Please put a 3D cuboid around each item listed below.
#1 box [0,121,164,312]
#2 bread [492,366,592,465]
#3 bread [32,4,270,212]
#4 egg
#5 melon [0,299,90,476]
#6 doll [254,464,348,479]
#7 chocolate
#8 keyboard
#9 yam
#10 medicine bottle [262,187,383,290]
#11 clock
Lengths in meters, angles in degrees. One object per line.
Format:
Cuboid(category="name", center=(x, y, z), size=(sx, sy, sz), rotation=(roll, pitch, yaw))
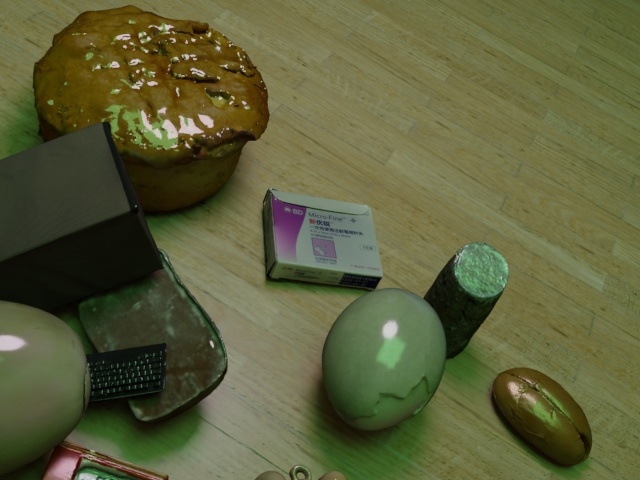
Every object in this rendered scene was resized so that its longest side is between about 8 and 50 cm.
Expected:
Cuboid(category="box", center=(-0.375, -0.021, 1.074), size=(0.252, 0.153, 0.188), rotation=(-23, 57, -6))
Cuboid(category="bread", center=(0.365, 0.279, 1.230), size=(0.189, 0.077, 0.114), rotation=(42, 45, 19))
Cuboid(category="bread", center=(-0.287, -0.228, 1.300), size=(0.398, 0.215, 0.398), rotation=(12, 48, -14))
Cuboid(category="egg", center=(0.088, 0.182, 1.124), size=(0.183, 0.183, 0.217), rotation=(35, 48, 9))
Cuboid(category="melon", center=(-0.437, 0.179, 0.889), size=(0.316, 0.223, 0.223), rotation=(-4, 53, -25))
Cuboid(category="doll", center=(-0.032, 0.419, 0.936), size=(0.154, 0.119, 0.278), rotation=(16, 57, -7))
Cuboid(category="chocolate", center=(-0.235, 0.141, 1.091), size=(0.157, 0.080, 0.254), rotation=(-33, 60, -12))
Cuboid(category="keyboard", center=(-0.302, 0.182, 1.020), size=(0.196, 0.015, 0.074), rotation=(-8, 60, 7))
Cuboid(category="yam", center=(0.228, 0.098, 1.244), size=(0.107, 0.194, 0.107), rotation=(12, 45, -12))
Cuboid(category="medicine bottle", center=(0.000, 0.000, 1.333), size=(0.201, 0.052, 0.171), rotation=(9, 49, -17))
Cuboid(category="clock", center=(-0.275, 0.330, 0.941), size=(0.155, 0.061, 0.113), rotation=(21, 47, -9))
